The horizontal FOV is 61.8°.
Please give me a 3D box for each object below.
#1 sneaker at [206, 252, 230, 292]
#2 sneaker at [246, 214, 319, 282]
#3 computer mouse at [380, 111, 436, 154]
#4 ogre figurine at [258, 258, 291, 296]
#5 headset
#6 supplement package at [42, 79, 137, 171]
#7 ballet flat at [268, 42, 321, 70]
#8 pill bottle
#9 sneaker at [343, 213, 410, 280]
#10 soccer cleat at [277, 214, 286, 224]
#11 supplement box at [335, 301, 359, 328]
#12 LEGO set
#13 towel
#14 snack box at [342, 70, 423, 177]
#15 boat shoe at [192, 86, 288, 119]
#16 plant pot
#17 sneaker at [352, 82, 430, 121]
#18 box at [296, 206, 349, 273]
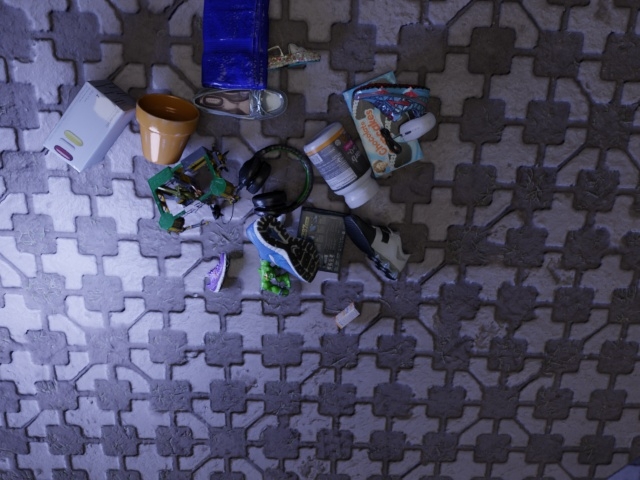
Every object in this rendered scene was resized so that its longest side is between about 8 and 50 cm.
[{"bbox_3d":[-0.395,0.121,2.049,0.071,0.068,0.170,22,107,-2],"label":"sneaker"},{"bbox_3d":[-0.137,0.035,1.951,0.330,0.147,0.130,45,60,-24],"label":"sneaker"},{"bbox_3d":[0.312,-0.381,1.844,0.192,0.042,0.106,-29,106,4],"label":"computer mouse"},{"bbox_3d":[-0.174,0.123,2.043,0.118,0.097,0.197,-4,125,-18],"label":"ogre figurine"},{"bbox_3d":[-0.217,-0.187,1.934,0.394,0.185,0.244,-32,107,-7],"label":"headset"},{"bbox_3d":[-0.759,-0.389,1.795,0.145,0.204,0.262,38,103,-13],"label":"supplement package"},{"bbox_3d":[-0.119,-0.617,1.792,0.240,0.091,0.077,-11,113,0],"label":"ballet flat"},{"bbox_3d":[0.079,-0.261,1.879,0.162,0.162,0.278,-35,106,10],"label":"pill bottle"},{"bbox_3d":[0.215,-0.008,1.985,0.146,0.122,0.330,-50,122,-12],"label":"sneaker"},{"bbox_3d":[-0.147,-0.071,2.003,0.029,0.036,0.083,14,108,-6],"label":"soccer cleat"},{"bbox_3d":[0.107,0.296,2.119,0.098,0.062,0.036,-40,103,11],"label":"supplement box"},{"bbox_3d":[-0.421,-0.167,1.862,0.331,0.192,0.255,-39,71,10],"label":"LEGO set"},{"bbox_3d":[-0.280,-0.650,1.739,0.227,0.076,0.309,3,95,8],"label":"towel"},{"bbox_3d":[0.220,-0.406,1.885,0.187,0.060,0.322,-23,108,5],"label":"snack box"},{"bbox_3d":[-0.272,-0.472,1.830,0.320,0.103,0.118,4,108,-2],"label":"boat shoe"},{"bbox_3d":[-0.530,-0.370,1.823,0.205,0.205,0.188,17,123,-7],"label":"plant pot"},{"bbox_3d":[0.236,-0.457,1.784,0.261,0.104,0.125,1,109,-5],"label":"sneaker"},{"bbox_3d":[0.000,0.000,2.018,0.183,0.059,0.233,8,109,-4],"label":"box"}]
